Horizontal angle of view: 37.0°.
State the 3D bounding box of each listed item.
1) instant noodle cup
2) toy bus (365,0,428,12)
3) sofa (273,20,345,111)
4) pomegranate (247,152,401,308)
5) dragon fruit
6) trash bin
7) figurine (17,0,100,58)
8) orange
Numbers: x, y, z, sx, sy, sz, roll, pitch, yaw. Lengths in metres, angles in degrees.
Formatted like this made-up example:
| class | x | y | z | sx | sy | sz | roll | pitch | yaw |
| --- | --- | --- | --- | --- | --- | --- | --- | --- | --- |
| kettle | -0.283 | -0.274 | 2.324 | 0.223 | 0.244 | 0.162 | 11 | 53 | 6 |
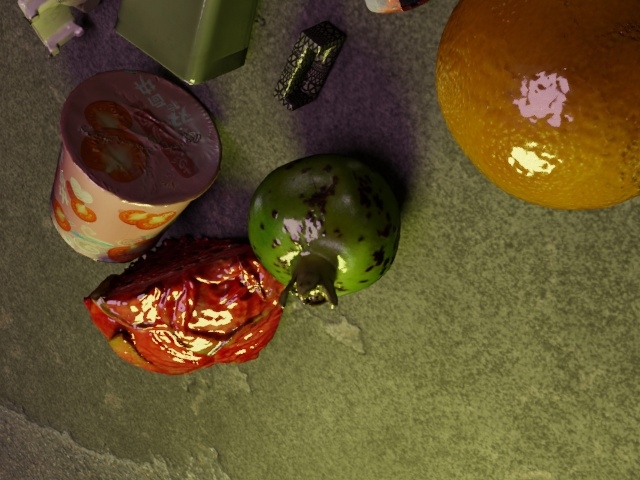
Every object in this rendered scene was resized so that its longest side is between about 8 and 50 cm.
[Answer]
| class | x | y | z | sx | sy | sz | roll | pitch | yaw |
| --- | --- | --- | --- | --- | --- | --- | --- | --- | --- |
| instant noodle cup | -0.303 | -0.102 | 1.478 | 0.243 | 0.243 | 0.231 | 48 | 141 | 5 |
| toy bus | 0.069 | -0.365 | 1.130 | 0.077 | 0.065 | 0.192 | 2 | 117 | 51 |
| sofa | -0.016 | -0.232 | 1.278 | 0.039 | 0.060 | 0.118 | 44 | 135 | 15 |
| pomegranate | 0.000 | 0.000 | 1.280 | 0.211 | 0.263 | 0.211 | 8 | 140 | 7 |
| dragon fruit | -0.198 | 0.071 | 1.538 | 0.330 | 0.302 | 0.240 | -29 | 68 | 37 |
| trash bin | -0.168 | -0.362 | 1.285 | 0.164 | 0.122 | 0.240 | 35 | 131 | 19 |
| figurine | -0.471 | -0.422 | 1.483 | 0.256 | 0.182 | 0.144 | 45 | 99 | 11 |
| orange | 0.250 | -0.163 | 0.962 | 0.274 | 0.274 | 0.274 | 20 | 126 | 30 |
